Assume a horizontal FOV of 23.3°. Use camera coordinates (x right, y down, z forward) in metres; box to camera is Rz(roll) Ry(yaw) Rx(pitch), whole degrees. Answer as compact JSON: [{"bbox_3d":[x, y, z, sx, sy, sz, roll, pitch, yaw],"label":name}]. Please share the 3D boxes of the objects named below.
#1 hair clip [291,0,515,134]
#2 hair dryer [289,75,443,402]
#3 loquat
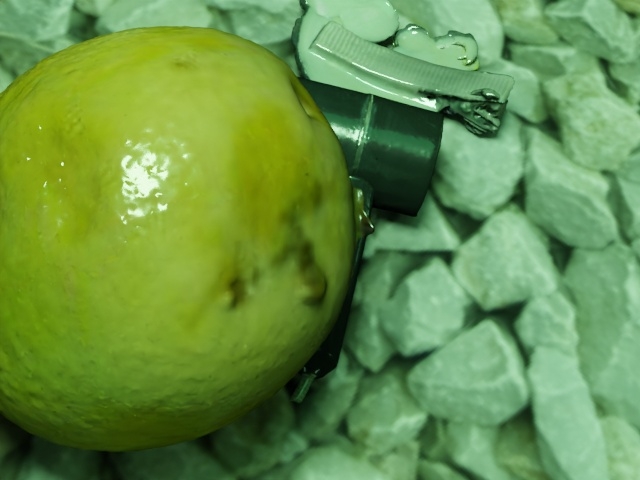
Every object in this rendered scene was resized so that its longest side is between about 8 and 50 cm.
[{"bbox_3d":[0.049,-0.123,1.071,0.172,0.049,0.116,22,50,7],"label":"hair clip"},{"bbox_3d":[0.000,0.000,0.972,0.124,0.071,0.219,12,63,-1],"label":"hair dryer"},{"bbox_3d":[-0.102,0.000,0.839,0.243,0.244,0.244,6,55,-8],"label":"loquat"}]
